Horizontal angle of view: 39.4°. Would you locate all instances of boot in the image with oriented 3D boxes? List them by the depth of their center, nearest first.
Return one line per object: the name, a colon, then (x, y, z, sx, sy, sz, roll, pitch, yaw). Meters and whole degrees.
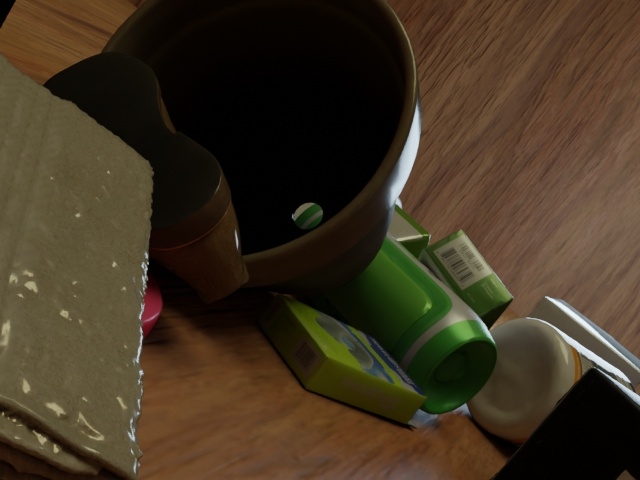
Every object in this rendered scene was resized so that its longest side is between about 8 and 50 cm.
boot: (-0.151, -0.057, 0.735, 0.305, 0.112, 0.115, 49, -13, 44)

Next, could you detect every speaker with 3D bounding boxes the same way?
speaker: (0.075, 0.070, 1.064, 0.131, 0.131, 0.296, 29, 13, -46)

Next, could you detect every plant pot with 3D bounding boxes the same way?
plant pot: (-0.042, -0.077, 0.921, 0.323, 0.323, 0.280, 42, -6, 24)

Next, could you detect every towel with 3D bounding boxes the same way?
towel: (-0.172, -0.003, 0.475, 0.187, 0.049, 0.282, 38, 26, -31)

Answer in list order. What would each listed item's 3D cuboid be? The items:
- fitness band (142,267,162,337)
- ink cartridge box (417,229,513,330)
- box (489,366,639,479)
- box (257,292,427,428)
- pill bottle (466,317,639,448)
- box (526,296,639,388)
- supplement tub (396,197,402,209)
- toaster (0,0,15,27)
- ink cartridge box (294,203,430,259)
fitness band: (-0.224, -0.025, 0.614, 0.291, 0.054, 0.209, 45, 11, 33)
ink cartridge box: (0.163, 0.086, 1.147, 0.109, 0.062, 0.209, 56, -21, 20)
box: (0.357, 0.307, 0.813, 0.294, 0.183, 0.296, 34, 10, -33)
box: (0.029, 0.124, 0.899, 0.178, 0.042, 0.109, 29, 13, -43)
pill bottle: (0.333, 0.224, 1.211, 0.278, 0.162, 0.162, 32, 10, -38)
box: (0.471, 0.236, 1.682, 0.215, 0.168, 0.345, 40, 10, 19)
supplement tub: (0.033, -0.077, 1.622, 0.199, 0.144, 0.144, 42, 10, 27)
toaster: (-0.336, -0.202, 0.700, 0.110, 0.168, 0.185, 41, 10, 25)
ink cartridge box: (0.000, 0.000, 1.313, 0.255, 0.097, 0.189, -10, 37, -29)
